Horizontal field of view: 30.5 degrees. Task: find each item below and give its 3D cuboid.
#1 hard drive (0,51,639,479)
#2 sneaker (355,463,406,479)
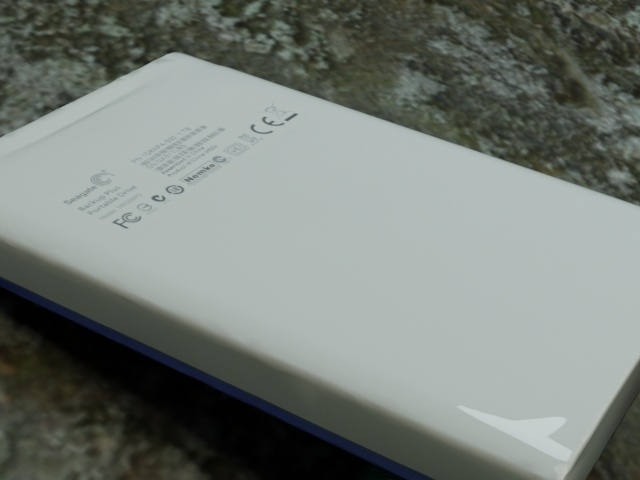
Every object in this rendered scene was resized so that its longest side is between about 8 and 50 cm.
[{"bbox_3d":[0.000,0.000,0.553,0.318,0.040,0.210,22,36,24],"label":"hard drive"},{"bbox_3d":[0.153,0.148,0.451,0.302,0.121,0.108,28,40,9],"label":"sneaker"}]
